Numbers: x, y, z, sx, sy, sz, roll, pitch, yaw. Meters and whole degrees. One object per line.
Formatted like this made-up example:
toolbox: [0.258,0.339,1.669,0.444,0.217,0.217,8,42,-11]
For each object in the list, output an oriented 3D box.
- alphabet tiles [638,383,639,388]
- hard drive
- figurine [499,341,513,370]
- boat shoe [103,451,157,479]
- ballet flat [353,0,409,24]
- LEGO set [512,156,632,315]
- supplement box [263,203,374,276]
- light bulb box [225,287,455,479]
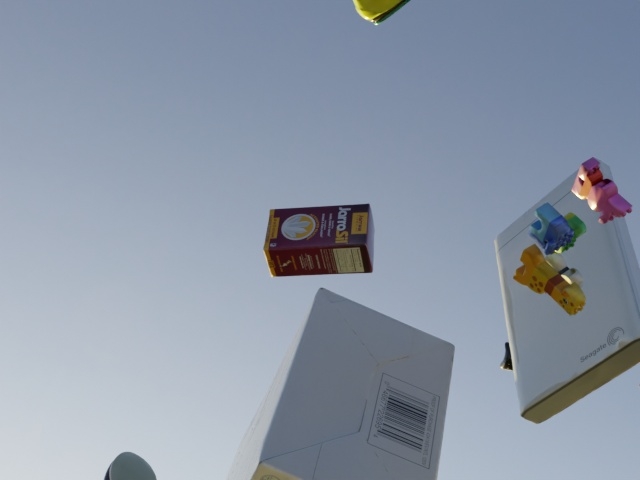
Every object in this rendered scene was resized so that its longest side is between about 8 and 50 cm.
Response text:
alphabet tiles: [0.559,0.153,1.527,0.009,0.198,0.237,29,6,14]
hard drive: [0.369,0.069,1.441,0.047,0.353,0.233,27,-49,-24]
figurine: [0.537,0.240,2.368,0.092,0.215,0.209,12,0,-35]
boat shoe: [-0.180,0.240,0.867,0.049,0.137,0.043,31,-75,-14]
ballet flat: [0.132,-0.341,1.124,0.231,0.077,0.077,-30,-71,19]
LEGO set: [0.293,0.025,1.126,0.087,0.093,0.227,-29,-31,-22]
supplement box: [0.000,0.000,1.739,0.188,0.104,0.081,-3,-42,11]
light bulb box: [-0.002,0.330,1.348,0.225,0.358,0.361,24,-54,-2]
